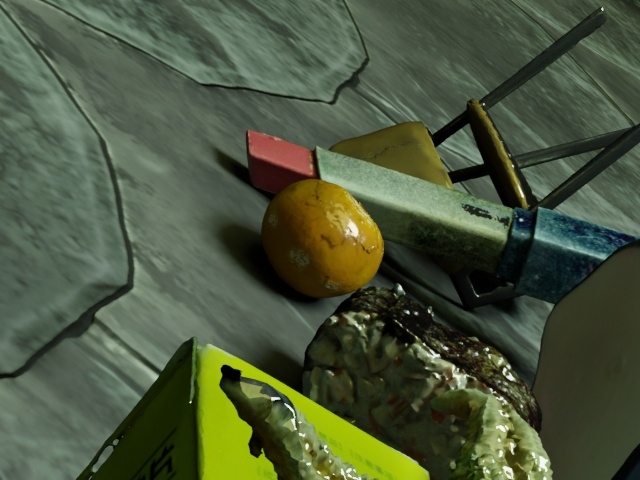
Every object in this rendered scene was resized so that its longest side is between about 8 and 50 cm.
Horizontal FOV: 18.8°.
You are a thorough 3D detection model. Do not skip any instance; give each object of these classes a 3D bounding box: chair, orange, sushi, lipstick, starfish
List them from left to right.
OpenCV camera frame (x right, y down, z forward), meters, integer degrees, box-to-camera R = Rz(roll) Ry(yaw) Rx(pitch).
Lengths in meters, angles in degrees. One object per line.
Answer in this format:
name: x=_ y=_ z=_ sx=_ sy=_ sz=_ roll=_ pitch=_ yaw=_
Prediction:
orange: x=0.000 y=0.000 z=1.264 sx=0.083 sy=0.070 sz=0.083 roll=48 pitch=11 yaw=-13
sushi: x=0.060 y=0.096 z=1.144 sx=0.150 sy=0.090 sz=0.078 roll=38 pitch=18 yaw=3
lipstick: x=0.090 y=-0.010 z=1.358 sx=0.312 sy=0.051 sz=0.051 roll=17 pitch=32 yaw=1
chair: x=0.146 y=-0.045 z=1.465 sx=0.172 sy=0.247 sz=0.159 roll=60 pitch=5 yaw=-38
starfish: x=0.126 y=0.164 z=0.745 sx=0.358 sy=0.078 sz=0.347 roll=37 pitch=5 yaw=26

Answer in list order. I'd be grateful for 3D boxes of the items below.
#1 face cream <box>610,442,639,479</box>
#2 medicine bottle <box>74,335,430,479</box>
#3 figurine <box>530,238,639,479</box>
face cream: x=0.278 y=0.223 z=1.020 sx=0.225 sy=0.249 sz=0.249 roll=21 pitch=27 yaw=-29
medicine bottle: x=-0.032 y=0.174 z=0.772 sx=0.141 sy=0.137 sz=0.250 roll=30 pitch=23 yaw=-18
figurine: x=0.328 y=0.136 z=1.287 sx=0.340 sy=0.323 sz=0.231 roll=23 pitch=70 yaw=-25
